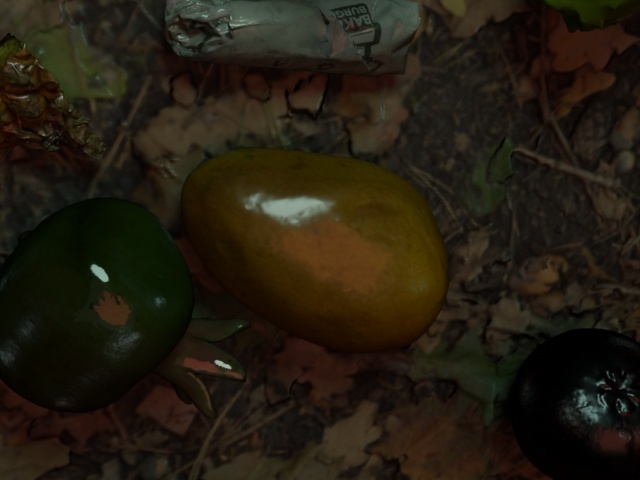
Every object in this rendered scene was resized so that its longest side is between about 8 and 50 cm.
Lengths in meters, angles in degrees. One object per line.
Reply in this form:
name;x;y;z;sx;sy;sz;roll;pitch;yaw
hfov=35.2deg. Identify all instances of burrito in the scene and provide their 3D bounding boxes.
burrito;-0.016;-0.154;0.737;0.203;0.064;0.064;1;109;-23

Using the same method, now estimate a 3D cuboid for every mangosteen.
mangosteen;0.246;0.156;0.923;0.152;0.152;0.152;-8;112;-19

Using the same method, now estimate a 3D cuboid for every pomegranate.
pomegranate;-0.141;0.056;0.727;0.191;0.131;0.152;26;124;-35

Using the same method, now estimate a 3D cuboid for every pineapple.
pineapple;-0.197;-0.093;0.693;0.114;0.077;0.114;-30;137;30

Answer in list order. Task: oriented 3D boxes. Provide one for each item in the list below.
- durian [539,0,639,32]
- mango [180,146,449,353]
durian;0.232;-0.339;0.688;0.256;0.204;0.339;43;93;-17
mango;0.000;0.000;0.776;0.227;0.109;0.147;30;99;-18
